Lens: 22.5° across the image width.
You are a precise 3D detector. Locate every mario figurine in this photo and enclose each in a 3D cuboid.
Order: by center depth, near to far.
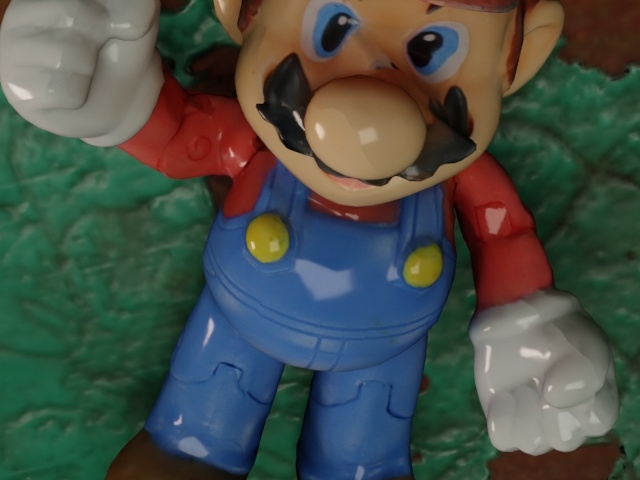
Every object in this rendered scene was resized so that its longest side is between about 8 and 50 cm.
[{"bbox_3d":[0.000,0.000,0.562,0.198,0.170,0.321,-15,131,-32],"label":"mario figurine"}]
